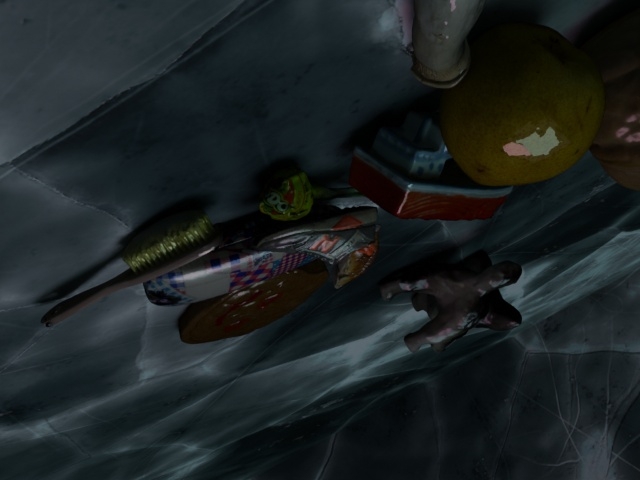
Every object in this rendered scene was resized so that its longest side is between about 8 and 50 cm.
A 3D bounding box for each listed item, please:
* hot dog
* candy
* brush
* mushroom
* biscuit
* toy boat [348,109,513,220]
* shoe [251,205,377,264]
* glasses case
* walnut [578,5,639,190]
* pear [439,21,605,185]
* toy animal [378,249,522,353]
[{"bbox_3d":[0.064,0.031,1.505,0.099,0.053,0.192,-37,163,-29],"label":"hot dog"},{"bbox_3d":[0.004,-0.070,1.224,0.077,0.073,0.262,-17,175,36],"label":"candy"},{"bbox_3d":[-0.274,0.035,1.157,0.312,0.067,0.072,-26,-163,17],"label":"brush"},{"bbox_3d":[0.138,-0.243,0.912,0.081,0.092,0.223,18,156,9],"label":"mushroom"},{"bbox_3d":[-0.125,0.118,1.536,0.273,0.049,0.257,-36,157,30],"label":"biscuit"},{"bbox_3d":[0.195,-0.116,1.226,0.331,0.145,0.133,-3,122,-47],"label":"toy boat"},{"bbox_3d":[-0.001,0.001,1.205,0.194,0.077,0.074,-12,-171,-22],"label":"shoe"},{"bbox_3d":[-0.111,0.023,1.274,0.327,0.076,0.125,-18,161,-16],"label":"glasses case"},{"bbox_3d":[0.505,-0.204,1.180,0.285,0.285,0.296,-33,122,20],"label":"walnut"},{"bbox_3d":[0.246,-0.164,1.050,0.208,0.209,0.209,-22,159,-9],"label":"pear"},{"bbox_3d":[0.334,0.135,1.897,0.302,0.194,0.344,-26,166,17],"label":"toy animal"}]
